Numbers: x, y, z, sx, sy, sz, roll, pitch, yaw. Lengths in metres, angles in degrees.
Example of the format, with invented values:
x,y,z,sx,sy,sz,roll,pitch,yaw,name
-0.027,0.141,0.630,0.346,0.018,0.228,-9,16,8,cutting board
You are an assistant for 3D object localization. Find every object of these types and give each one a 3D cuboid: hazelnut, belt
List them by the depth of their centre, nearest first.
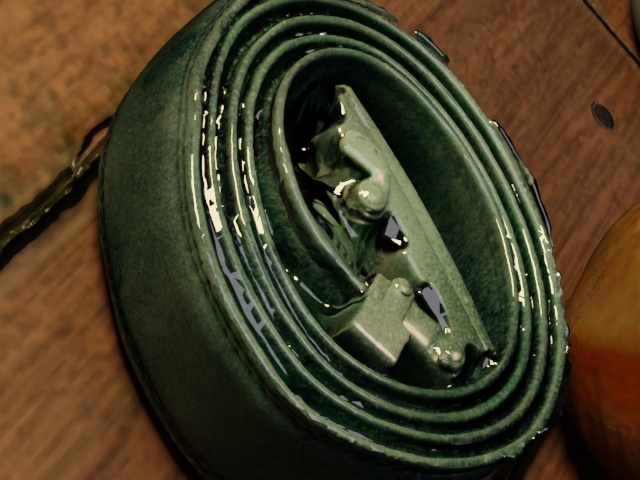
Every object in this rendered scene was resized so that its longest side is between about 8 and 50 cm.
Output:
x,y,z,sx,sy,sz,roll,pitch,yaw,name
0.000,0.000,0.800,0.206,0.116,0.268,-4,68,-39,belt
0.225,0.067,0.936,0.214,0.176,0.214,-1,92,-53,hazelnut

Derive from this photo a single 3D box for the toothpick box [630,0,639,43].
x,y,z,sx,sy,sz,roll,pitch,yaw,name
0.379,-0.178,1.196,0.354,0.263,0.263,15,53,-36,toothpick box
